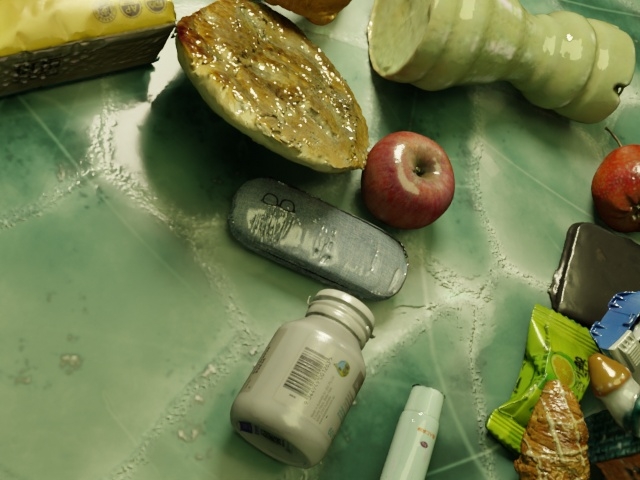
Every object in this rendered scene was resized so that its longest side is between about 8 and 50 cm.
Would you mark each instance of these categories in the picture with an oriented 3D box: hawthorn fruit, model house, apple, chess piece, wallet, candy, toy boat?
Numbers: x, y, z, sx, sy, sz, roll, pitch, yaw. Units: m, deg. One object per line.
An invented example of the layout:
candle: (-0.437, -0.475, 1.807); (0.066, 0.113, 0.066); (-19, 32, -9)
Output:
hawthorn fruit: (0.564, -0.112, 1.378); (0.163, 0.162, 0.203); (28, 44, -12)
model house: (0.514, 0.268, 1.125); (0.190, 0.271, 0.301); (-35, 85, -35)
apple: (0.133, -0.089, 1.181); (0.153, 0.120, 0.153); (12, 65, -27)
chess piece: (0.322, -0.340, 1.314); (0.442, 0.234, 0.234); (9, 67, -24)
wallet: (0.572, 0.110, 1.337); (0.378, 0.051, 0.197); (25, 65, -12)
candy: (0.356, 0.222, 1.189); (0.149, 0.069, 0.246); (34, 62, -11)
toy boat: (0.552, 0.222, 1.242); (0.129, 0.088, 0.295); (-47, 115, -20)

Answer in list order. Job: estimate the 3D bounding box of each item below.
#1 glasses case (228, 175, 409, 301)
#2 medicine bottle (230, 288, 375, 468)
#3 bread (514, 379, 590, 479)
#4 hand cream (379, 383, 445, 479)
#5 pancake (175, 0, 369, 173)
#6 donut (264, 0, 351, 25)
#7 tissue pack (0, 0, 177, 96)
glasses case: (0.000, 0.000, 1.118); (0.282, 0.067, 0.109); (24, 65, -12)
medicine bottle: (-0.013, 0.174, 1.005); (0.135, 0.135, 0.215); (36, 60, -7)
bread: (0.339, 0.320, 1.105); (0.105, 0.076, 0.233); (4, 86, -8)
hand cream: (0.098, 0.356, 1.037); (0.085, 0.058, 0.331); (37, 63, -30)
pancake: (-0.057, -0.223, 1.108); (0.356, 0.065, 0.356); (30, 31, -20)
donut: (-0.033, -0.454, 1.233); (0.227, 0.114, 0.226); (14, 49, -17)
tissue pack: (-0.360, -0.323, 1.044); (0.271, 0.134, 0.192); (-22, 81, -29)
